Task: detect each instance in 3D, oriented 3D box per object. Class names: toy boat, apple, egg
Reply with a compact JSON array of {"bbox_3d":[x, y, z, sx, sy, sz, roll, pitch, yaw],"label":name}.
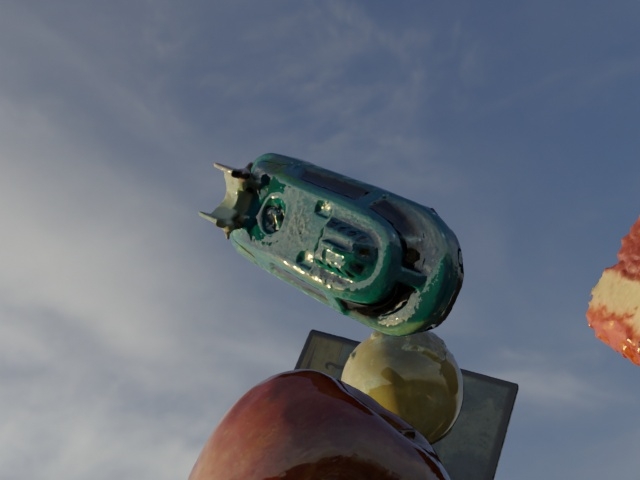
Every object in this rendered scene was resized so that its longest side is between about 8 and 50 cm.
[{"bbox_3d":[0.000,0.000,0.954,0.092,0.299,0.134,9,-79,-46],"label":"toy boat"},{"bbox_3d":[-0.007,0.227,0.815,0.230,0.229,0.230,-9,-35,-6],"label":"apple"},{"bbox_3d":[0.104,0.186,1.234,0.164,0.164,0.201,-17,-3,6],"label":"egg"}]

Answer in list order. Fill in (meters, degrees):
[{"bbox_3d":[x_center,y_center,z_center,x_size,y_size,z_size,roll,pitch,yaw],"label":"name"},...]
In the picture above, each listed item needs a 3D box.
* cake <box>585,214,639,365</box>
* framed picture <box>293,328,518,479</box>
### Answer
[{"bbox_3d":[0.585,0.075,1.351,0.270,0.270,0.319,30,-85,-15],"label":"cake"},{"bbox_3d":[0.101,0.284,1.463,0.347,0.265,0.016,15,-33,16],"label":"framed picture"}]
